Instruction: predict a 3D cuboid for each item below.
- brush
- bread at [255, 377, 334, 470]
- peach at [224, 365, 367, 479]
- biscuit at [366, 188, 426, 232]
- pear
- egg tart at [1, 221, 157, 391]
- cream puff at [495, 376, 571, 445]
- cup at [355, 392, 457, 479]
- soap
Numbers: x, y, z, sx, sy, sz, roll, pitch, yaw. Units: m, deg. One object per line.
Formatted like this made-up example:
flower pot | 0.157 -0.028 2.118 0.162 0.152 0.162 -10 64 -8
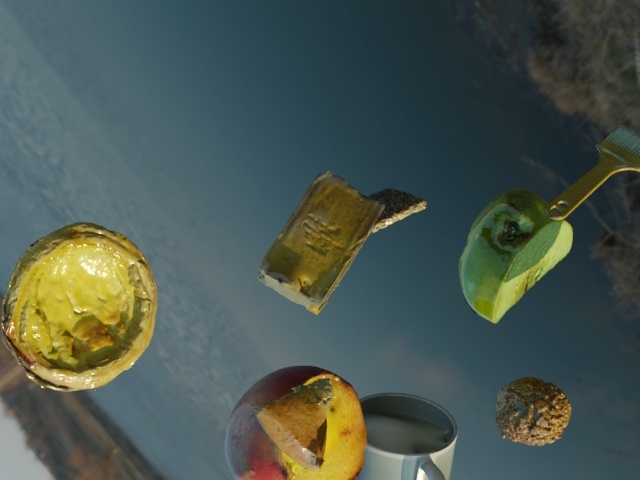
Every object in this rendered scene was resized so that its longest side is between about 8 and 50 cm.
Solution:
brush | 0.415 -0.096 1.557 0.082 0.218 0.010 37 156 31
bread | -0.045 0.288 1.691 0.136 0.154 0.054 18 158 -29
peach | -0.043 0.363 1.943 0.281 0.281 0.338 49 172 5
biscuit | 0.118 -0.065 2.072 0.025 0.131 0.231 68 167 -14
pear | 0.397 0.003 2.203 0.159 0.292 0.292 39 161 26
egg tart | -0.389 0.107 1.665 0.095 0.279 0.279 -2 128 50
cream puff | 0.405 0.329 1.979 0.103 0.143 0.126 -70 -25 -80
cup | 0.193 0.555 2.364 0.356 0.259 0.275 -135 45 -55
soap | 0.000 0.000 1.841 0.135 0.233 0.076 31 158 5
